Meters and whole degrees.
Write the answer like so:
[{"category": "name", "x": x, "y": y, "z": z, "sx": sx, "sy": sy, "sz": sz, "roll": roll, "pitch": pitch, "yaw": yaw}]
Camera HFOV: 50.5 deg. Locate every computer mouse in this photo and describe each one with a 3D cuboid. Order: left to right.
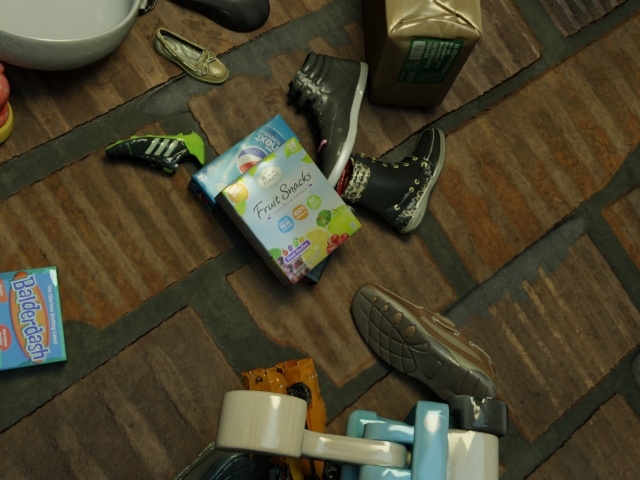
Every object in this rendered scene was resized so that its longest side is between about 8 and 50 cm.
[{"category": "computer mouse", "x": -0.224, "y": -0.499, "z": 1.323, "sx": 0.272, "sy": 0.072, "sz": 0.189, "roll": 16, "pitch": 73, "yaw": -14}]

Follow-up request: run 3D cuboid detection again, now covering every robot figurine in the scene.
[{"category": "robot figurine", "x": -0.050, "y": 0.357, "z": 1.163, "sx": 0.211, "sy": 0.085, "sz": 0.291, "roll": 1, "pitch": 80, "yaw": -57}]

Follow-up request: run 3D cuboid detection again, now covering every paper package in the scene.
[{"category": "paper package", "x": 0.180, "y": -0.450, "z": 1.297, "sx": 0.168, "sy": 0.325, "sz": 0.310, "roll": -2, "pitch": 80, "yaw": -3}]

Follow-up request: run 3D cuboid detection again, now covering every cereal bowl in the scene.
[{"category": "cereal bowl", "x": -0.485, "y": -0.417, "z": 1.162, "sx": 0.338, "sy": 0.141, "sz": 0.339, "roll": 12, "pitch": 55, "yaw": -17}]

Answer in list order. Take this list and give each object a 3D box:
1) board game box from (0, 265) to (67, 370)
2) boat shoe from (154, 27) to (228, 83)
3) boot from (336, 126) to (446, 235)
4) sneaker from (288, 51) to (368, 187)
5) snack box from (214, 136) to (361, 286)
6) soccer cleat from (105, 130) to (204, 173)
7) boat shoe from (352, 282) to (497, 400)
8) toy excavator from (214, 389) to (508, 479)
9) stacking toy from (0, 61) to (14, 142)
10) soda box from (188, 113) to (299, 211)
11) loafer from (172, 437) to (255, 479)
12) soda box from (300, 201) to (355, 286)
[{"category": "board game box", "x": -0.531, "y": 0.135, "z": 1.105, "sx": 0.210, "sy": 0.047, "sz": 0.160, "roll": -8, "pitch": 81, "yaw": -20}, {"category": "boat shoe", "x": -0.245, "y": -0.353, "z": 1.297, "sx": 0.153, "sy": 0.048, "sz": 0.056, "roll": 31, "pitch": 71, "yaw": -9}, {"category": "boot", "x": 0.144, "y": -0.148, "z": 1.348, "sx": 0.178, "sy": 0.085, "sz": 0.236, "roll": 24, "pitch": 76, "yaw": -20}, {"category": "sneaker", "x": -0.004, "y": -0.239, "z": 1.326, "sx": 0.146, "sy": 0.104, "sz": 0.296, "roll": 16, "pitch": 68, "yaw": -12}, {"category": "snack box", "x": -0.057, "y": -0.051, "z": 1.218, "sx": 0.174, "sy": 0.070, "sz": 0.207, "roll": -41, "pitch": 96, "yaw": -21}, {"category": "soccer cleat", "x": -0.297, "y": -0.156, "z": 1.235, "sx": 0.178, "sy": 0.060, "sz": 0.072, "roll": -9, "pitch": 83, "yaw": -22}, {"category": "boat shoe", "x": 0.200, "y": 0.193, "z": 1.301, "sx": 0.324, "sy": 0.123, "sz": 0.116, "roll": 41, "pitch": 36, "yaw": 3}, {"category": "toy excavator", "x": 0.078, "y": 0.349, "z": 1.088, "sx": 0.445, "sy": 0.433, "sz": 0.222, "roll": 5, "pitch": 67, "yaw": 4}, {"category": "stacking toy", "x": -0.654, "y": -0.200, "z": 1.041, "sx": 0.279, "sy": 0.130, "sz": 0.309, "roll": 30, "pitch": 54, "yaw": -15}, {"category": "soda box", "x": -0.143, "y": -0.145, "z": 1.273, "sx": 0.210, "sy": 0.071, "sz": 0.067, "roll": -40, "pitch": 93, "yaw": -21}, {"category": "loafer", "x": -0.230, "y": 0.436, "z": 1.132, "sx": 0.267, "sy": 0.084, "sz": 0.096, "roll": -39, "pitch": 128, "yaw": -18}, {"category": "soda box", "x": 0.000, "y": 0.000, "z": 1.298, "sx": 0.060, "sy": 0.053, "sz": 0.169, "roll": 30, "pitch": 71, "yaw": -9}]
